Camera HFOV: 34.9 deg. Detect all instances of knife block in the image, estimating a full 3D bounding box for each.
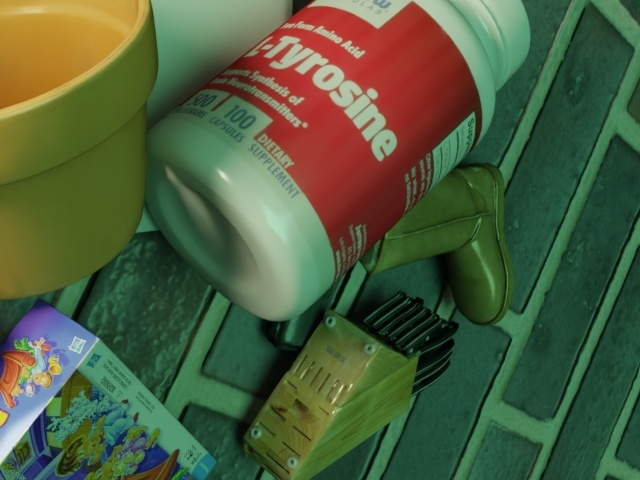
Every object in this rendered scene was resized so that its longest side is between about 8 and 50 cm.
[{"bbox_3d":[0.057,0.189,1.287,0.276,0.088,0.242,-56,147,-1],"label":"knife block"}]

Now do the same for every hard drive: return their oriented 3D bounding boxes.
[{"bbox_3d":[-0.132,-0.192,1.073,0.233,0.047,0.353,-8,106,-39],"label":"hard drive"}]

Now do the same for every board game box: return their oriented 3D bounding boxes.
[{"bbox_3d":[-0.245,0.236,0.973,0.233,0.078,0.347,-53,154,-17],"label":"board game box"}]

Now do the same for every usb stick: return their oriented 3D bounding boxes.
[{"bbox_3d":[0.000,0.000,1.232,0.077,0.045,0.278,17,89,-43],"label":"usb stick"}]

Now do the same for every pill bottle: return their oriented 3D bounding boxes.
[{"bbox_3d":[0.028,-0.128,1.042,0.407,0.229,0.229,-43,125,-25],"label":"pill bottle"}]

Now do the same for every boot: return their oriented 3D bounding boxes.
[{"bbox_3d":[0.138,0.012,1.299,0.269,0.089,0.236,-10,95,-50],"label":"boot"}]

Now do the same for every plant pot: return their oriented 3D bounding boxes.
[{"bbox_3d":[-0.266,-0.090,0.855,0.291,0.291,0.203,-35,138,-29],"label":"plant pot"}]
